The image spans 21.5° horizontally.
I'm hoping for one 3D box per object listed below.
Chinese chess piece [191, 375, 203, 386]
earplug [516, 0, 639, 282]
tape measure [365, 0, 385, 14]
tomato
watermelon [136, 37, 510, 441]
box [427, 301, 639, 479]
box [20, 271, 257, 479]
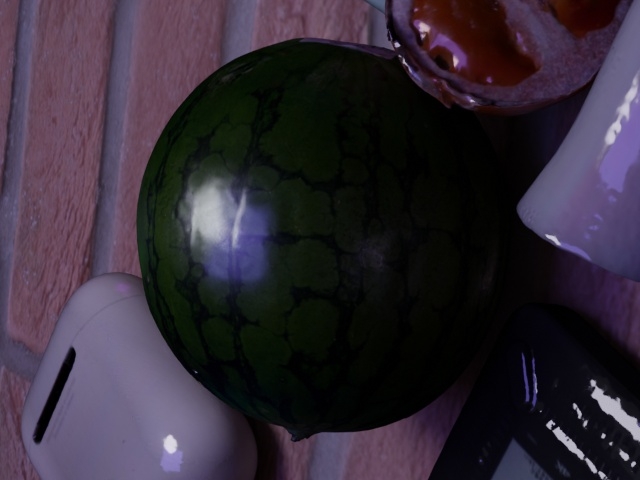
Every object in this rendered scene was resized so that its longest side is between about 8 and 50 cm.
[{"bbox_3d":[-0.066,0.052,1.787,0.251,0.097,0.251,-2,88,50],"label":"Chinese chess piece"},{"bbox_3d":[0.287,-0.128,1.313,0.172,0.172,0.301,36,112,45],"label":"earplug"},{"bbox_3d":[0.077,-0.329,1.593,0.243,0.125,0.246,36,120,38],"label":"tape measure"},{"bbox_3d":[0.173,-0.189,1.458,0.199,0.228,0.112,59,177,22],"label":"tomato"},{"bbox_3d":[0.000,0.000,1.517,0.363,0.363,0.363,-1,89,51],"label":"watermelon"},{"bbox_3d":[0.215,0.236,1.454,0.290,0.073,0.289,48,125,40],"label":"box"},{"bbox_3d":[-0.215,0.229,1.934,0.349,0.141,0.289,52,129,38],"label":"box"}]
